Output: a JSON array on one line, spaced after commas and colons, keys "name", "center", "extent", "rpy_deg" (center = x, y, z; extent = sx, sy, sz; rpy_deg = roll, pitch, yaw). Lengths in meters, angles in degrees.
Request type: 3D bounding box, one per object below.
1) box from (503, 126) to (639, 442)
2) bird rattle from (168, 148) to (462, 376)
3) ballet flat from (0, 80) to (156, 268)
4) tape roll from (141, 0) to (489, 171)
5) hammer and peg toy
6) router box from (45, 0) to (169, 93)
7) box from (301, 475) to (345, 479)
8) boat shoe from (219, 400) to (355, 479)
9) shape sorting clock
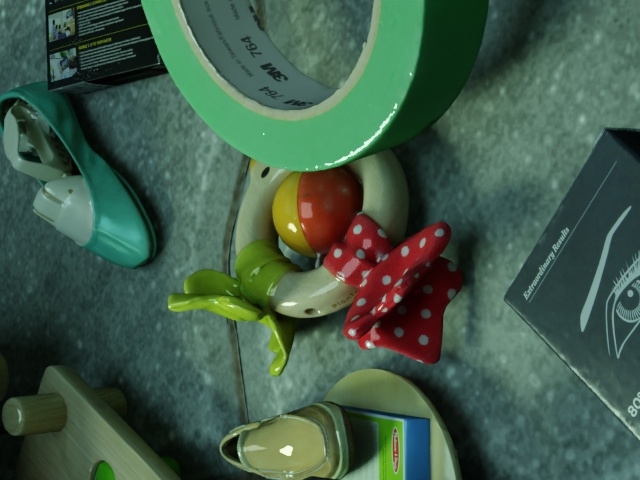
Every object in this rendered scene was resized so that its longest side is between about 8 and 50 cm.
[{"name": "box", "center": [0.248, 0.043, 1.240], "extent": [0.207, 0.108, 0.153], "rpy_deg": [50, 124, 35]}, {"name": "bird rattle", "center": [0.000, 0.000, 1.498], "extent": [0.253, 0.143, 0.207], "rpy_deg": [-18, 60, 42]}, {"name": "ballet flat", "center": [-0.248, -0.058, 1.778], "extent": [0.247, 0.087, 0.083], "rpy_deg": [54, 137, 32]}, {"name": "tape roll", "center": [-0.016, -0.215, 1.423], "extent": [0.321, 0.077, 0.321], "rpy_deg": [20, 120, 40]}, {"name": "hammer and peg toy", "center": [-0.245, 0.262, 1.747], "extent": [0.361, 0.127, 0.266], "rpy_deg": [38, 118, 40]}, {"name": "router box", "center": [-0.193, -0.217, 1.754], "extent": [0.179, 0.046, 0.133], "rpy_deg": [-6, 84, 46]}, {"name": "box", "center": [0.081, 0.344, 1.360], "extent": [0.242, 0.076, 0.307], "rpy_deg": [6, 95, 18]}, {"name": "boat shoe", "center": [-0.033, 0.172, 1.518], "extent": [0.190, 0.072, 0.068], "rpy_deg": [151, 115, -66]}, {"name": "shape sorting clock", "center": [0.050, 0.206, 1.495], "extent": [0.206, 0.040, 0.206], "rpy_deg": [3, 93, 59]}]
